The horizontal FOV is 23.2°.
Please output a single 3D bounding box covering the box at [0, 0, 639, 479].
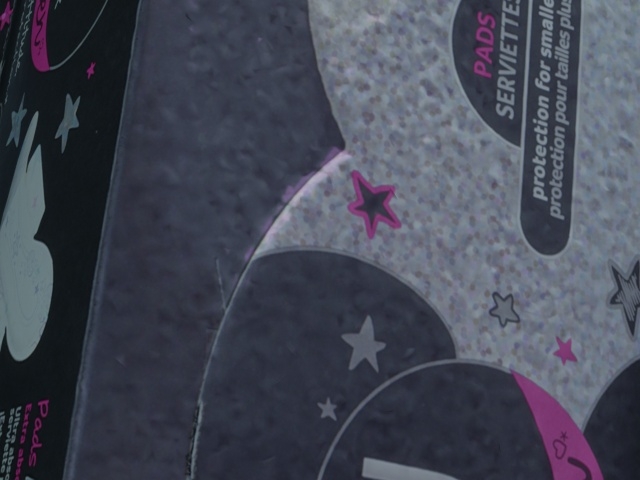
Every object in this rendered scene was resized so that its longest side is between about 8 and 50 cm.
[{"bbox_3d":[-0.010,0.032,0.412,0.163,0.247,0.142,16,-19,-26],"label":"box"}]
